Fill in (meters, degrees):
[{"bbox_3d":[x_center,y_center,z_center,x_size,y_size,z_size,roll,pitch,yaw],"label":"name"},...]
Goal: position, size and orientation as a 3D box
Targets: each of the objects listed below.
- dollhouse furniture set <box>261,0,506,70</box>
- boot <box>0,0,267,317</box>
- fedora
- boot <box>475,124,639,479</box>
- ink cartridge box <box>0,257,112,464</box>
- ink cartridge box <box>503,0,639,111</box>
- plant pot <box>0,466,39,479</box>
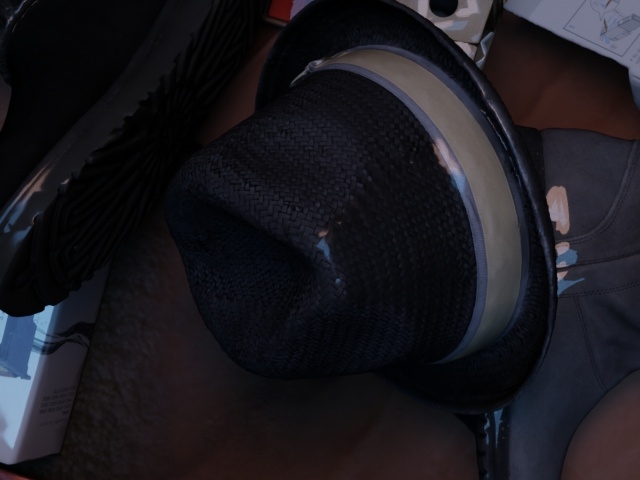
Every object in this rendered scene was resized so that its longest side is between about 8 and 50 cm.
[{"bbox_3d":[0.030,-0.157,0.964,0.183,0.129,0.129,19,90,8],"label":"dollhouse furniture set"},{"bbox_3d":[-0.220,-0.125,0.923,0.260,0.131,0.348,23,56,12],"label":"boot"},{"bbox_3d":[0.000,0.000,0.856,0.152,0.334,0.334,-23,83,-26],"label":"fedora"},{"bbox_3d":[0.226,0.078,0.935,0.222,0.118,0.338,3,92,4],"label":"boot"},{"bbox_3d":[-0.267,0.038,1.014,0.171,0.100,0.237,15,89,9],"label":"ink cartridge box"},{"bbox_3d":[0.309,-0.208,0.939,0.239,0.060,0.275,34,81,34],"label":"ink cartridge box"},{"bbox_3d":[-0.266,0.298,0.887,0.267,0.267,0.236,22,91,-8],"label":"plant pot"}]
